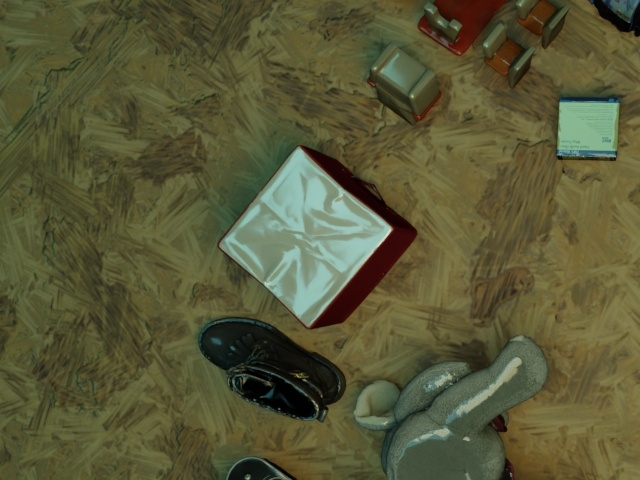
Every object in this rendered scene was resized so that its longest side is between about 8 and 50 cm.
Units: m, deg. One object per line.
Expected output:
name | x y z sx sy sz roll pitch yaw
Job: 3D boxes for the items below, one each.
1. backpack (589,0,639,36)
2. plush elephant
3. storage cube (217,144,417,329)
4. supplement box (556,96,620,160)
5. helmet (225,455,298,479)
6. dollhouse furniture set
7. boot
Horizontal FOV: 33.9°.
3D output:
backpack | 0.433 -0.370 1.404 0.117 0.173 0.158 41 100 12
plush elephant | 0.175 0.291 1.434 0.330 0.255 0.272 -22 92 6
storage cube | 0.000 0.000 1.500 0.183 0.193 0.215 42 98 12
supplement box | 0.376 -0.156 1.474 0.083 0.056 0.083 2 89 15
helmet | -0.099 0.406 1.533 0.169 0.169 0.161 32 80 13
dollhouse furniture set | 0.182 -0.303 1.513 0.262 0.135 0.259 39 87 12
boot | -0.086 0.182 1.499 0.263 0.229 0.091 19 94 14
